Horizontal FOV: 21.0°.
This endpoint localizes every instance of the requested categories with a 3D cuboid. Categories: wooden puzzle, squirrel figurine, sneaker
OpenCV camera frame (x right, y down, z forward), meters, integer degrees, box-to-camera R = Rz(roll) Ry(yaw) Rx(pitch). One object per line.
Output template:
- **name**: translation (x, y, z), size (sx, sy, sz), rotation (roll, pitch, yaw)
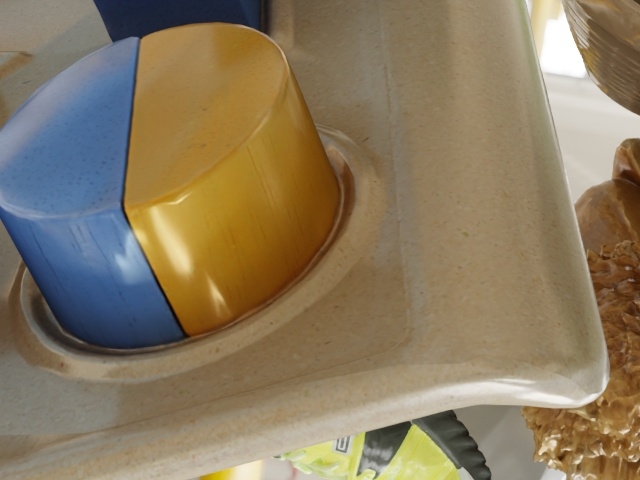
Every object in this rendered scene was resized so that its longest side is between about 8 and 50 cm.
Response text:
- **wooden puzzle**: translation (-0.103, -0.037, 0.560), size (0.348, 0.080, 0.322), rotation (-12, -144, 8)
- **squirrel figurine**: translation (0.295, 0.079, 1.250), size (0.370, 0.281, 0.397), rotation (44, -169, 27)
- **sneaker**: translation (-0.032, 0.118, 1.312), size (0.385, 0.147, 0.145), rotation (41, 162, -12)

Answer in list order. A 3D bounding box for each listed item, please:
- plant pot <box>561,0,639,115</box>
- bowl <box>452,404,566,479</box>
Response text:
- **plant pot**: translation (0.273, -0.164, 1.312), size (0.237, 0.110, 0.237), rotation (13, -141, -11)
- **bowl**: translation (0.138, 0.186, 1.398), size (0.053, 0.142, 0.142), rotation (21, -159, -37)
